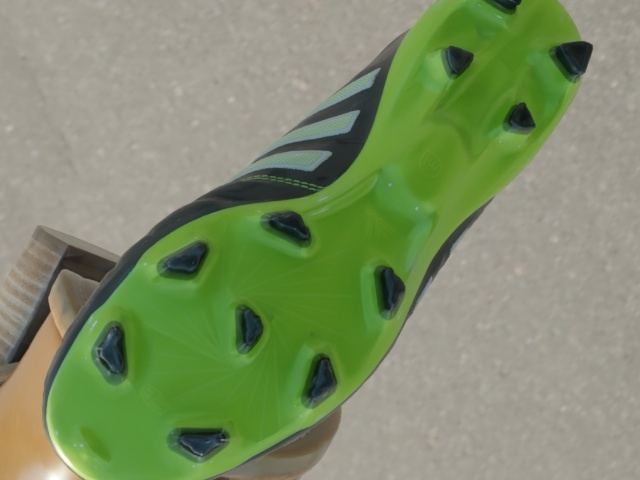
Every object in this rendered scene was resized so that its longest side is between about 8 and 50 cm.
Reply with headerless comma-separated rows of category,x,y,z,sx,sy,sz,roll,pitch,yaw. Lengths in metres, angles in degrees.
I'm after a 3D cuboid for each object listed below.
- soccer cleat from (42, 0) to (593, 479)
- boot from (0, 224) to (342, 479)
soccer cleat,0.000,0.000,0.435,0.060,0.179,0.072,48,155,-3
boot,-0.103,0.119,0.638,0.283,0.109,0.220,23,90,62
